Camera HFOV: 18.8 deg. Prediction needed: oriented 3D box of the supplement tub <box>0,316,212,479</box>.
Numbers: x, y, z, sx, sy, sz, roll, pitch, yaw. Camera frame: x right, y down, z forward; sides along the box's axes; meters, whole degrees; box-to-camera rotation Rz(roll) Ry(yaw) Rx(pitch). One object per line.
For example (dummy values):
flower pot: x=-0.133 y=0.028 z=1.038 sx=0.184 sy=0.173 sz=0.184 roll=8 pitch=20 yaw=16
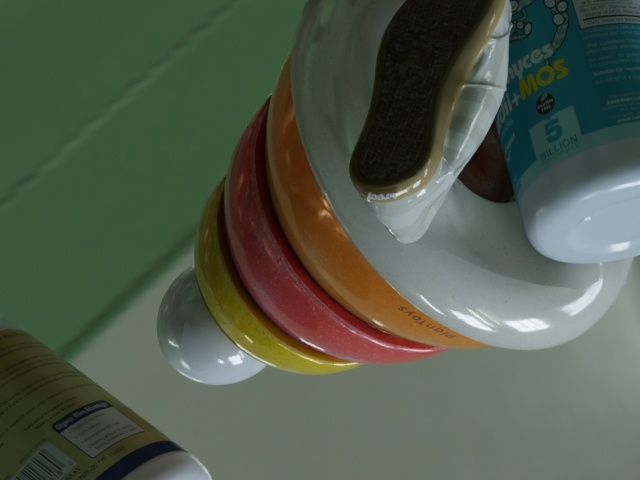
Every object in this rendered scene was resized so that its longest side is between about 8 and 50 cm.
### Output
supplement tub: x=-0.272 y=0.205 z=1.660 sx=0.316 sy=0.228 sz=0.228 roll=34 pitch=-114 yaw=22

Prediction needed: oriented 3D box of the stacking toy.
stacking toy: x=0.000 y=0.000 z=1.668 sx=0.480 sy=0.350 sz=0.350 roll=-33 pitch=-152 yaw=43

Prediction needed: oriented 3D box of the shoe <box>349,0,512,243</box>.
shoe: x=0.073 y=-0.092 z=1.210 sx=0.076 sy=0.058 sz=0.219 roll=-2 pitch=-133 yaw=32

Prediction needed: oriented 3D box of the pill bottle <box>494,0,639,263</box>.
pill bottle: x=0.195 y=-0.126 z=1.443 sx=0.146 sy=0.146 sz=0.264 roll=-18 pitch=-117 yaw=11
